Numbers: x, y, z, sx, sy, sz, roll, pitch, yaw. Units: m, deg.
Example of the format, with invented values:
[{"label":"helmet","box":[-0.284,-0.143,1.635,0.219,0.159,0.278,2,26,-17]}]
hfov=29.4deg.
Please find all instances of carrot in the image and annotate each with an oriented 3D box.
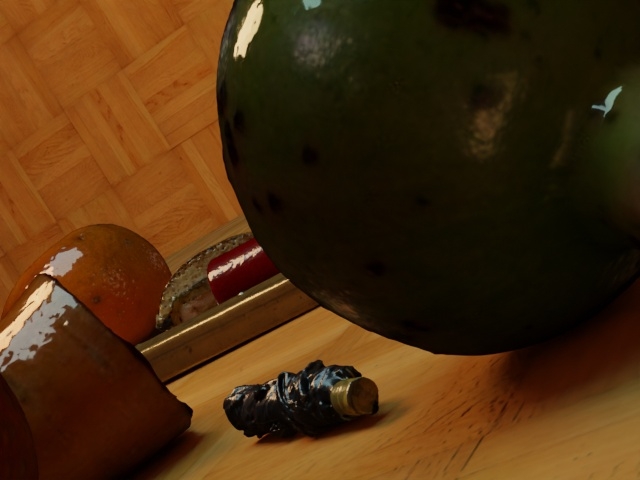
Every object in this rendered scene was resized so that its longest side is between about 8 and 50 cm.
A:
[{"label":"carrot","box":[-0.212,0.151,0.854,0.225,0.159,0.159,-49,12,-21]}]

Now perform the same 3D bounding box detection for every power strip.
[{"label":"power strip","box":[-0.098,0.086,1.180,0.305,0.044,0.064,-27,8,27]}]

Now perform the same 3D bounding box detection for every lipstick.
[{"label":"lipstick","box":[0.000,0.000,1.209,0.241,0.080,0.080,-30,6,20]}]

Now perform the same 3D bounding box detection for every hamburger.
[{"label":"hamburger","box":[-0.120,0.052,1.355,0.176,0.087,0.102,-37,9,-23]}]

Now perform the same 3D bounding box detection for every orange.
[{"label":"orange","box":[-0.278,0.088,1.475,0.224,0.170,0.224,-48,-7,-8]}]

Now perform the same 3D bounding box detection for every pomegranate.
[{"label":"pomegranate","box":[0.078,-0.059,0.542,0.242,0.242,0.306,-33,11,-13]}]

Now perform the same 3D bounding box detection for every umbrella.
[{"label":"umbrella","box":[-0.012,0.092,0.699,0.037,0.040,0.144,-25,3,-32]}]

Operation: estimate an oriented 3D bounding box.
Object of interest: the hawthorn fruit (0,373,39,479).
[{"label":"hawthorn fruit","box":[-0.286,0.139,0.655,0.275,0.299,0.275,-57,-17,-27]}]
